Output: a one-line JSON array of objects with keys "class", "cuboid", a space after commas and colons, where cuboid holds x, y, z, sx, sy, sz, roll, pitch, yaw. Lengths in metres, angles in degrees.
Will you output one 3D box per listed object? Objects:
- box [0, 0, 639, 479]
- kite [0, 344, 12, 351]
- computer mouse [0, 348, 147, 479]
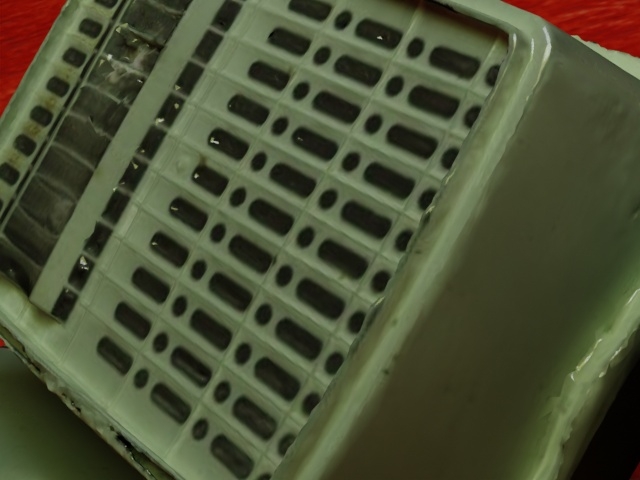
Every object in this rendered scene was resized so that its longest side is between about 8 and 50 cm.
[{"class": "box", "cuboid": [0.000, 0.000, 0.516, 0.290, 0.166, 0.221, 31, 91, 48]}, {"class": "kite", "cuboid": [-0.071, 0.068, 0.698, 0.323, 0.013, 0.268, -14, 43, 2]}, {"class": "computer mouse", "cuboid": [-0.123, 0.125, 0.582, 0.288, 0.097, 0.159, 14, 52, 30]}]
